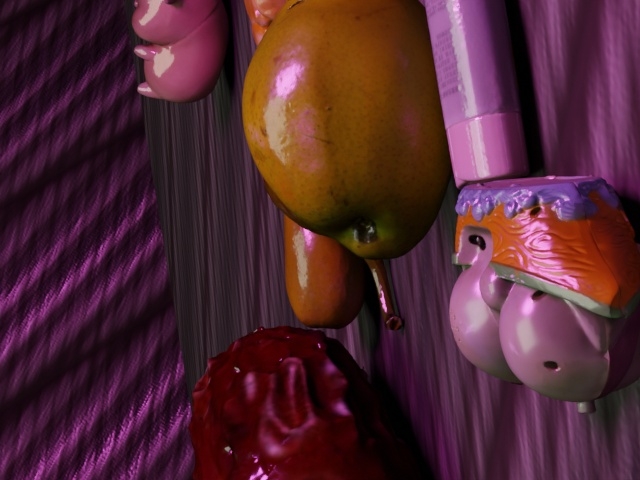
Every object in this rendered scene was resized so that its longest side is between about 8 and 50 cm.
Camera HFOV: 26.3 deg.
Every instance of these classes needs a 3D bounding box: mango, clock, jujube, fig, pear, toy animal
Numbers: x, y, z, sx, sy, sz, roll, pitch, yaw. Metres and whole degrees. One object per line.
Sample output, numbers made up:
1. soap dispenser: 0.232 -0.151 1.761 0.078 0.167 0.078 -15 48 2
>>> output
1. mango: 0.000 0.000 1.496 0.130 0.092 0.194 -87 -14 -84
2. clock: 0.143 0.031 0.875 0.231 0.103 0.144 -168 70 -79
3. jujube: -0.018 0.245 1.385 0.376 0.259 0.258 -125 30 -55
4. fig: 0.033 -0.020 1.395 0.236 0.124 0.124 60 169 -6
5. pear: 0.029 -0.094 1.117 0.187 0.188 0.219 159 110 -77
6. toy animal: -0.219 -0.332 2.164 0.166 0.154 0.250 -77 -11 -47

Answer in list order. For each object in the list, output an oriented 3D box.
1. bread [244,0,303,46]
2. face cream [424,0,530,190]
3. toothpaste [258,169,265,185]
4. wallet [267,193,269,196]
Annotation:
1. bread: -0.029 -0.340 1.385 0.173 0.121 0.311 -112 17 -66
2. face cream: 0.114 -0.138 1.018 0.084 0.057 0.198 158 103 -78
3. toothpaste: -0.069 -0.103 1.886 0.194 0.043 0.067 96 164 -79
4. wallet: -0.036 -0.113 1.692 0.110 0.039 0.155 -137 43 -56
